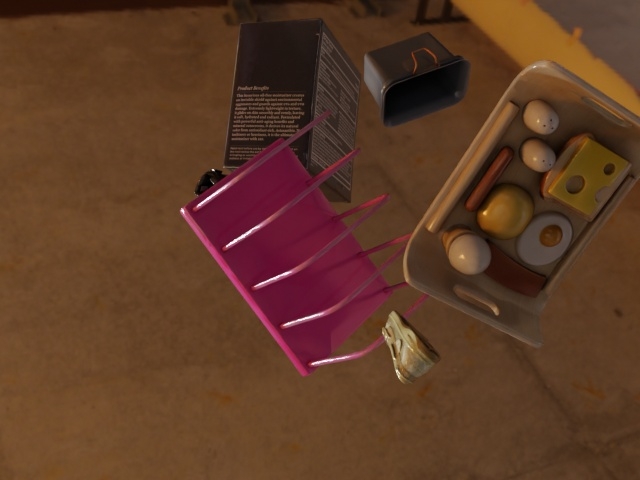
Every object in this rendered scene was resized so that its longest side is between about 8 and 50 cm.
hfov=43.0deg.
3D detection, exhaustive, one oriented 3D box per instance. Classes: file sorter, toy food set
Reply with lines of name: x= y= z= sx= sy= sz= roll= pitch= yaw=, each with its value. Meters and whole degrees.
file sorter: x=0.000 y=0.000 z=1.103 sx=0.202 sy=0.182 sz=0.290 roll=-40 pitch=-82 yaw=-33
toy food set: x=0.268 y=-0.034 z=0.980 sx=0.220 sy=0.306 sz=0.092 roll=26 pitch=-162 yaw=-19

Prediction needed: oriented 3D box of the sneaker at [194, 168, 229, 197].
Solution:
sneaker: x=-0.168 y=-0.085 z=1.326 sx=0.085 sy=0.058 sz=0.152 roll=8 pitch=-178 yaw=-24

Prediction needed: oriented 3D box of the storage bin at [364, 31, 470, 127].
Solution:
storage bin: x=0.126 y=-0.235 z=1.130 sx=0.135 sy=0.098 sz=0.091 roll=-22 pitch=-124 yaw=-13

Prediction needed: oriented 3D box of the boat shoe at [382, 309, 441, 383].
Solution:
boat shoe: x=0.095 y=0.121 z=0.926 sx=0.056 sy=0.048 sz=0.153 roll=42 pitch=-178 yaw=-12

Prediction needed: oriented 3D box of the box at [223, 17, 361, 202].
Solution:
box: x=-0.047 y=-0.249 z=1.639 sx=0.183 sy=0.296 sz=0.293 roll=3 pitch=-99 yaw=18
